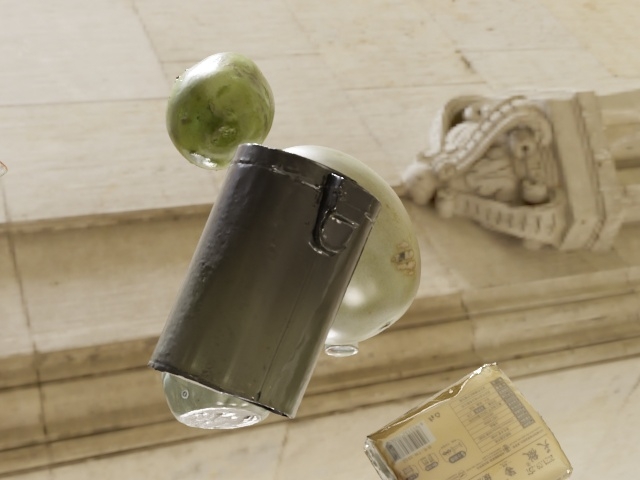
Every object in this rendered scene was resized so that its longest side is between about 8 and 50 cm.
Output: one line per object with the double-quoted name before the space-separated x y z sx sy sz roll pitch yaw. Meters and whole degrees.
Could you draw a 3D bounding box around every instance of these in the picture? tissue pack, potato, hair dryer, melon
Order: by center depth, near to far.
"tissue pack" 0.191 0.282 1.266 0.186 0.222 0.090 55 -21 22
"melon" 0.000 0.000 1.486 0.330 0.268 0.268 54 -30 12
"potato" -0.188 -0.254 1.896 0.304 0.216 0.216 -49 142 -68
"hair dryer" -0.036 0.178 2.120 0.073 0.236 0.131 102 -11 -65

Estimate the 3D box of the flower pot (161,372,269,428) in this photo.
"flower pot" -0.201 0.269 1.984 0.246 0.246 0.195 127 -34 -59

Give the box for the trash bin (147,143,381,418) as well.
"trash bin" -0.069 0.055 1.227 0.252 0.203 0.301 10 -105 57

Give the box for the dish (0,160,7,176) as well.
"dish" -0.511 -0.097 1.152 0.260 0.260 0.085 -5 -115 67
